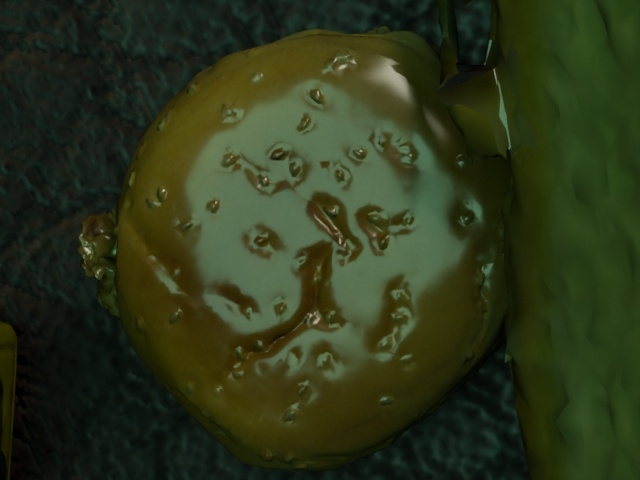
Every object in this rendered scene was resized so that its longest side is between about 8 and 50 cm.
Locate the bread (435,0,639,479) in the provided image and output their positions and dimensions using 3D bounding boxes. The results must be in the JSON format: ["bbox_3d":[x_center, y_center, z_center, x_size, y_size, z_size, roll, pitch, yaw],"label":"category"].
[{"bbox_3d":[0.101,-0.063,0.482,0.279,0.248,0.315,39,81,-26],"label":"bread"}]

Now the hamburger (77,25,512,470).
[{"bbox_3d":[0.000,0.000,0.645,0.147,0.083,0.138,-40,82,7],"label":"hamburger"}]

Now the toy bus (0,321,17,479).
[{"bbox_3d":[-0.195,0.184,0.664,0.151,0.145,0.331,5,91,12],"label":"toy bus"}]
